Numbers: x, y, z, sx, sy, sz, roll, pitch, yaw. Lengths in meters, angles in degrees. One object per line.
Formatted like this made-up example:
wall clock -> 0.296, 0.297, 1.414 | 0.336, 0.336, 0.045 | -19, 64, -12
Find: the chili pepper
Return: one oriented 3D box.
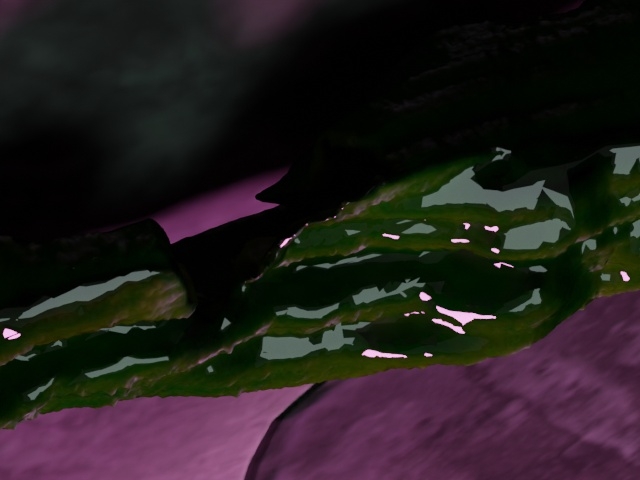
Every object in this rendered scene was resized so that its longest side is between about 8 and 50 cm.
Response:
chili pepper -> 0.000, -0.001, 0.492 | 0.253, 0.083, 0.099 | -17, 147, -14
